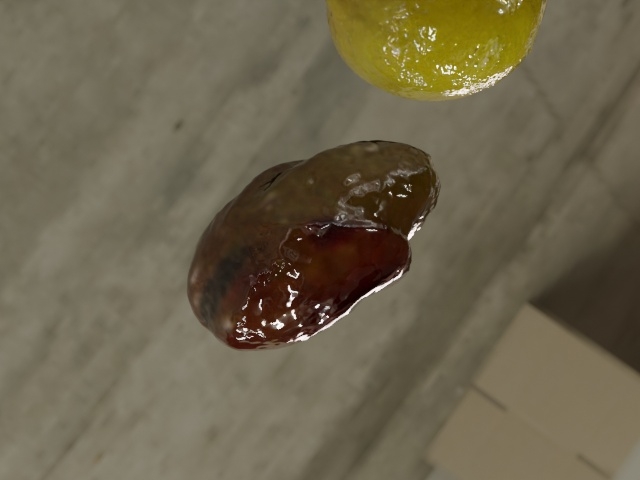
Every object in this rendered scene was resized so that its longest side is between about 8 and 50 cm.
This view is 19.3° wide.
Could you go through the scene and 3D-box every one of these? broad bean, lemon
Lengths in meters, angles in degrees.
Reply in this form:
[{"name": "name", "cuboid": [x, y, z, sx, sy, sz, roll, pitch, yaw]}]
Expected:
[{"name": "broad bean", "cuboid": [0.001, 0.003, 1.486, 0.228, 0.122, 0.156, -25, 146, -25]}, {"name": "lemon", "cuboid": [0.135, -0.274, 2.174, 0.263, 0.236, 0.236, -22, 152, -8]}]
